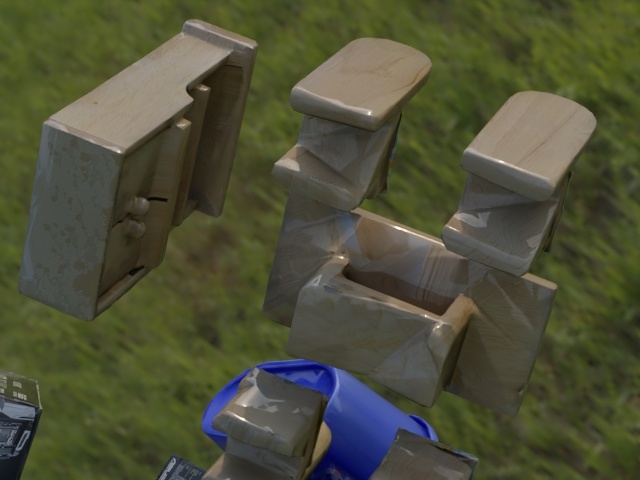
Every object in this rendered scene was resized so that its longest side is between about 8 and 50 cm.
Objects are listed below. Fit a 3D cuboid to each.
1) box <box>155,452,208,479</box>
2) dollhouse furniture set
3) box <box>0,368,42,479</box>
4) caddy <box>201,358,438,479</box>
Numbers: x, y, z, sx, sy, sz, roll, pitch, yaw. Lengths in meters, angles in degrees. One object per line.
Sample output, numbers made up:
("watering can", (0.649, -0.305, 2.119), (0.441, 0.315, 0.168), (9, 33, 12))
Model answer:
("box", (-0.117, 0.293, 1.602), (0.147, 0.077, 0.180), (14, 68, 56))
("dollhouse furniture set", (0.000, 0.000, 1.482), (0.256, 0.394, 0.362), (-46, -26, -57))
("box", (-0.332, 0.273, 1.676), (0.242, 0.076, 0.307), (-175, 102, -81))
("caddy", (-0.019, 0.260, 1.872), (0.241, 0.179, 0.341), (-59, 21, -20))
